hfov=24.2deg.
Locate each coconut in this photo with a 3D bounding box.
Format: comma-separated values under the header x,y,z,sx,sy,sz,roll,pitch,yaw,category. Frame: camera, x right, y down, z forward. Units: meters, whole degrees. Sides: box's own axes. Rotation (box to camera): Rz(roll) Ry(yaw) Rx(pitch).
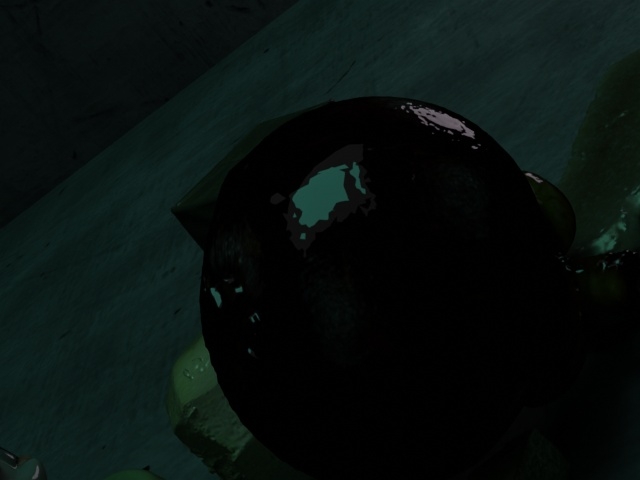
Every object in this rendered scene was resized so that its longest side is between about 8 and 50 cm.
x,y,z,sx,sy,sz,roll,pitch,yaw,category
-0.037,0.128,1.347,0.194,0.194,0.194,-36,18,14,coconut

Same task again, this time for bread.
x,y,z,sx,sy,sz,roll,pitch,yaw,category
0.295,-0.066,1.259,0.183,0.102,0.337,-24,26,44,bread

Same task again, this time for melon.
x,y,z,sx,sy,sz,roll,pitch,yaw,category
0.109,0.217,1.044,0.098,0.054,0.182,-32,18,42,melon

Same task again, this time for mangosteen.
x,y,z,sx,sy,sz,roll,pitch,yaw,category
0.053,0.032,1.107,0.293,0.297,0.297,-37,15,-27,mangosteen

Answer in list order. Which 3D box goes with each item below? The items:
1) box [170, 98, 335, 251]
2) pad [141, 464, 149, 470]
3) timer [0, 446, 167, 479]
x,y,z,sx,sy,sz,roll,pitch,yaw,category
0.000,0.000,1.480,0.155,0.231,0.149,-49,19,-27,box
-0.254,0.324,1.590,0.127,0.004,0.190,-31,19,26,pad
-0.236,0.258,1.147,0.291,0.315,0.291,-43,17,17,timer
